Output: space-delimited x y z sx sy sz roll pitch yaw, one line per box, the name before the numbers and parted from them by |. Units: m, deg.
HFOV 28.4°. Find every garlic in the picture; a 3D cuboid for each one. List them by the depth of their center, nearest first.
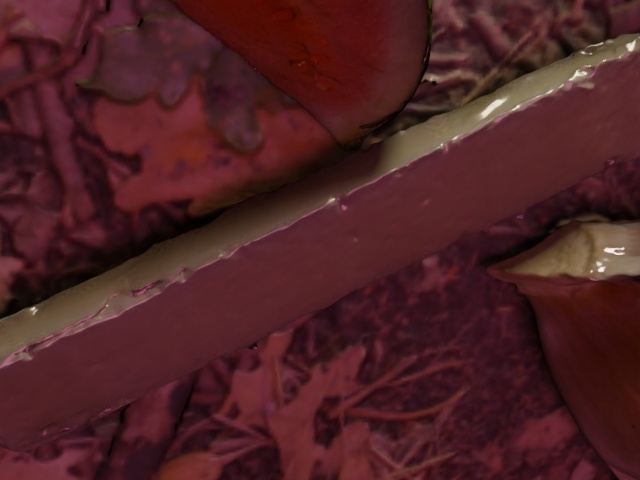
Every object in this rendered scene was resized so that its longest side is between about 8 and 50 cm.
garlic | 0.223 0.094 0.765 0.128 0.149 0.266 -42 123 -40

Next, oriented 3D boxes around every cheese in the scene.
cheese | 0.001 0.001 0.662 0.400 0.034 0.085 -25 139 -7

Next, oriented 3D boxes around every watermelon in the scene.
watermelon | -0.023 -0.143 0.589 0.119 0.063 0.245 -34 122 15
